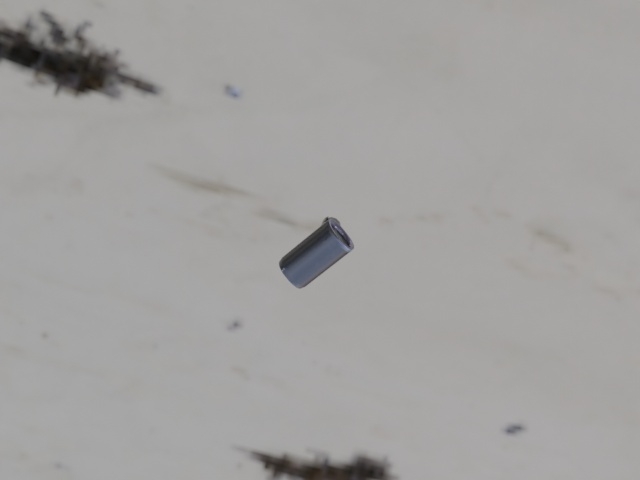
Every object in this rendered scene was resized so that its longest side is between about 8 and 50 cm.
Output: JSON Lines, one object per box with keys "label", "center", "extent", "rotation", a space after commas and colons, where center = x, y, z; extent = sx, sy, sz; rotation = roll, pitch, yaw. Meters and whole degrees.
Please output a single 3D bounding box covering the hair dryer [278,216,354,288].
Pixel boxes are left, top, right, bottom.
{"label": "hair dryer", "center": [0.000, 0.000, 1.170], "extent": [0.047, 0.083, 0.026], "rotation": [-37, 100, 16]}
